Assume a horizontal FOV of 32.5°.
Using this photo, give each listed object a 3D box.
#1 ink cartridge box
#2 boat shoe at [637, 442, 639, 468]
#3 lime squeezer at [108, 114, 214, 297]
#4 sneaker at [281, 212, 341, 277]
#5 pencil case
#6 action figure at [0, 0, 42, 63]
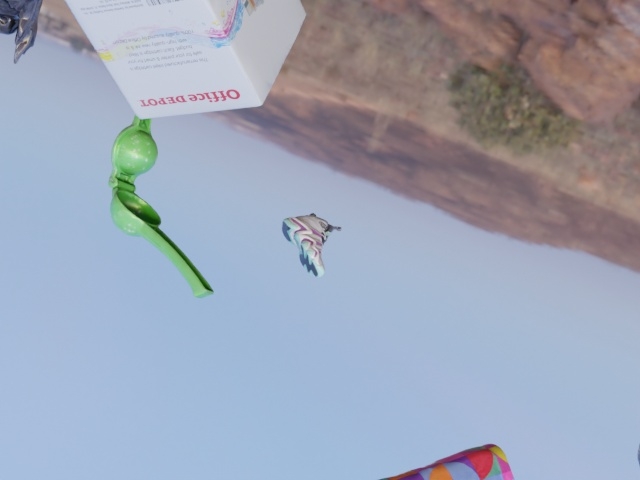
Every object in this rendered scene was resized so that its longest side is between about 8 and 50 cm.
[{"bbox_3d":[-0.113,-0.206,0.886,0.128,0.127,0.176,-1,136,28],"label":"ink cartridge box"},{"bbox_3d":[0.396,0.175,1.205,0.066,0.183,0.066,25,-174,-16],"label":"boat shoe"},{"bbox_3d":[-0.178,-0.075,1.135,0.058,0.310,0.110,10,152,-38],"label":"lime squeezer"},{"bbox_3d":[0.000,0.000,1.420,0.069,0.038,0.098,-18,-122,-23],"label":"sneaker"},{"bbox_3d":[0.158,0.352,1.505,0.236,0.104,0.104,-8,-160,-30],"label":"pencil case"},{"bbox_3d":[-0.337,-0.247,0.962,0.275,0.164,0.141,10,-171,16],"label":"action figure"}]
